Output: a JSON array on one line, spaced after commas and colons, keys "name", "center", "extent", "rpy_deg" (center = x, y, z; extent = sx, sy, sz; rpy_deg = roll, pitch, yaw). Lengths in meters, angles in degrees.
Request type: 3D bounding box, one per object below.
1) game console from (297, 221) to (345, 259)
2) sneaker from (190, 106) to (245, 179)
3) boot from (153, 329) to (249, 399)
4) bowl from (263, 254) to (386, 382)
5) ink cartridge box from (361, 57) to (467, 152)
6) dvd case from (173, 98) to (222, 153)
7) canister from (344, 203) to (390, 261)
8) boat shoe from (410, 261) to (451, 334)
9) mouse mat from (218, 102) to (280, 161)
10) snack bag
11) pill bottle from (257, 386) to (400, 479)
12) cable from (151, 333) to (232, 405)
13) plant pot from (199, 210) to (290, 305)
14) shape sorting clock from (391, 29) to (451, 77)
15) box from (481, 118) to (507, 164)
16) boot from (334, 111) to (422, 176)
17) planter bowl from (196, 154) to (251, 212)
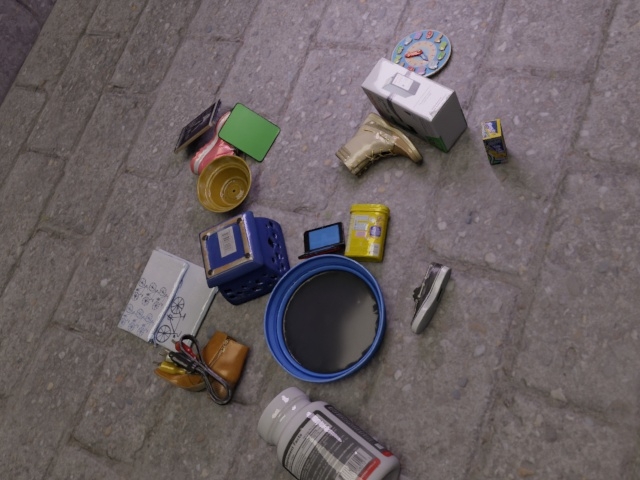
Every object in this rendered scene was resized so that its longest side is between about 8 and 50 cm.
[{"name": "game console", "center": [0.000, 0.000, 1.856], "extent": [0.144, 0.124, 0.085], "rpy_deg": [-15, 91, 19]}, {"name": "sneaker", "center": [-0.343, -0.348, 2.148], "extent": [0.136, 0.116, 0.314], "rpy_deg": [38, 95, 21]}, {"name": "boot", "center": [-0.382, 0.390, 1.875], "extent": [0.295, 0.104, 0.211], "rpy_deg": [13, 71, 23]}, {"name": "bowl", "center": [0.017, 0.238, 1.757], "extent": [0.391, 0.077, 0.391], "rpy_deg": [-9, 67, 22]}, {"name": "ink cartridge box", "center": [0.296, -0.425, 1.814], "extent": [0.289, 0.211, 0.121], "rpy_deg": [37, 89, 32]}, {"name": "dvd case", "center": [-0.468, -0.439, 2.213], "extent": [0.221, 0.018, 0.164], "rpy_deg": [-30, 35, 28]}, {"name": "canister", "center": [0.144, -0.022, 1.803], "extent": [0.126, 0.073, 0.170], "rpy_deg": [2, 73, 25]}, {"name": "boat shoe", "center": [0.303, 0.164, 1.661], "extent": [0.070, 0.078, 0.219], "rpy_deg": [21, 72, 29]}, {"name": "mouse mat", "center": [-0.259, -0.395, 2.105], "extent": [0.189, 0.007, 0.153], "rpy_deg": [31, 84, -8]}, {"name": "snack bag", "center": [-0.533, 0.218, 2.039], "extent": [0.342, 0.037, 0.323], "rpy_deg": [19, 79, 29]}, {"name": "pill bottle", "center": [0.015, 0.567, 1.552], "extent": [0.363, 0.210, 0.210], "rpy_deg": [31, 85, 31]}, {"name": "cable", "center": [-0.377, 0.399, 1.799], "extent": [0.287, 0.072, 0.139], "rpy_deg": [30, 60, 11]}, {"name": "plant pot", "center": [-0.255, 0.048, 1.877], "extent": [0.236, 0.212, 0.236], "rpy_deg": [-23, 63, 16]}, {"name": "shape sorting clock", "center": [0.343, -0.640, 1.974], "extent": [0.206, 0.040, 0.206], "rpy_deg": [-9, 67, 21]}, {"name": "box", "center": [0.509, -0.284, 1.683], "extent": [0.054, 0.169, 0.059], "rpy_deg": [-7, 68, 21]}, {"name": "boot", "center": [0.184, -0.279, 1.872], "extent": [0.203, 0.095, 0.262], "rpy_deg": [-46, 57, 1]}, {"name": "planter bowl", "center": [-0.327, -0.190, 2.069], "extent": [0.217, 0.090, 0.217], "rpy_deg": [-6, 72, 18]}]
